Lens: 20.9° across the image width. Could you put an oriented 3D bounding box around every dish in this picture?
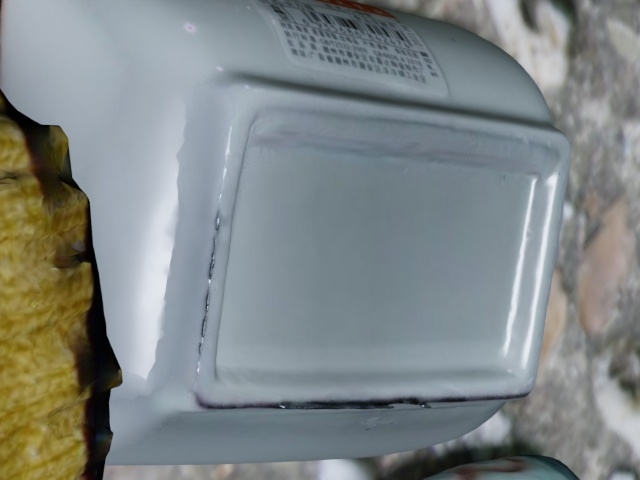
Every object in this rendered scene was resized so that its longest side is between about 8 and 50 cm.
[{"bbox_3d":[0.000,0.000,0.535,0.212,0.077,0.151,5,97,-44],"label":"dish"}]

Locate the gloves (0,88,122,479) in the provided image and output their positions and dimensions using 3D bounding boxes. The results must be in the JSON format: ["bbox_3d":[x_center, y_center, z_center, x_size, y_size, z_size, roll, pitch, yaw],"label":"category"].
[{"bbox_3d":[-0.184,0.073,0.319,0.356,0.155,0.203,-33,130,-52],"label":"gloves"}]

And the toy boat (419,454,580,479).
[{"bbox_3d":[0.026,0.150,0.614,0.207,0.078,0.134,-26,125,-50],"label":"toy boat"}]
